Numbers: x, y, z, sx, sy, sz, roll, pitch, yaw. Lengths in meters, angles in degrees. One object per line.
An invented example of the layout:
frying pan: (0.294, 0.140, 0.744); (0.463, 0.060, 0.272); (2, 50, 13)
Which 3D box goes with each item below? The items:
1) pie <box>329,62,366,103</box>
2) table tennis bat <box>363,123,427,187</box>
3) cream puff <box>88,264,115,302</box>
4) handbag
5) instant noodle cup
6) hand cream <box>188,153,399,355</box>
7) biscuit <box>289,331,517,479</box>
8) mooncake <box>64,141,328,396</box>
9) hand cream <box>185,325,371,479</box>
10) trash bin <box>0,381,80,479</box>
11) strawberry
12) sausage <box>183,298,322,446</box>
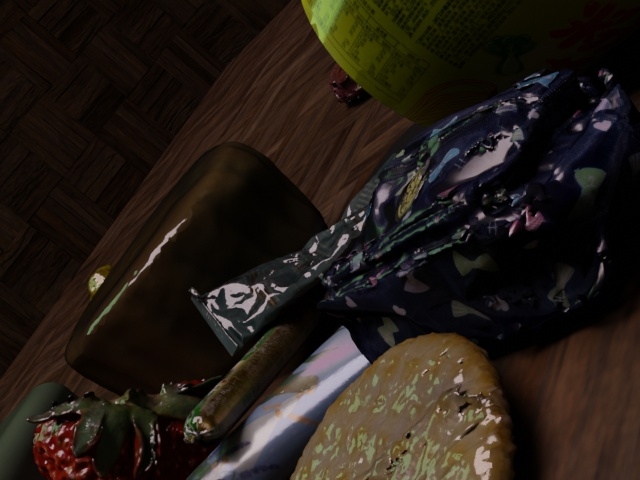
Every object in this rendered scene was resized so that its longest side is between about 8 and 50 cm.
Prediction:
pie: (0.091, -0.286, 1.481); (0.219, 0.054, 0.204); (-48, 14, 10)
table tennis bat: (0.109, -0.094, 1.017); (0.138, 0.022, 0.246); (-55, 14, -19)
cream puff: (-0.254, 0.107, 1.399); (0.116, 0.146, 0.146); (-67, 14, 4)
handbag: (0.100, -0.015, 0.665); (0.162, 0.113, 0.260); (-52, 11, -29)
instant noodle cup: (0.137, -0.237, 0.806); (0.221, 0.311, 0.311); (-49, 11, 44)
hand cream: (0.000, -0.001, 0.925); (0.247, 0.052, 0.075); (-35, 28, -12)
biscuit: (0.031, 0.145, 0.586); (0.220, 0.033, 0.220); (-48, 21, 25)
mooncake: (-0.122, 0.046, 1.078); (0.290, 0.161, 0.290); (-48, 14, 15)
hand cream: (-0.014, 0.131, 0.776); (0.256, 0.055, 0.088); (-44, 24, 3)
trash bin: (-0.304, 0.297, 1.019); (0.223, 0.158, 0.343); (-47, 10, 3)
strawberry: (-0.179, 0.199, 0.917); (0.228, 0.174, 0.098); (-44, 54, 52)
sausage: (-0.048, 0.102, 0.856); (0.033, 0.033, 0.269); (-43, 0, 27)
